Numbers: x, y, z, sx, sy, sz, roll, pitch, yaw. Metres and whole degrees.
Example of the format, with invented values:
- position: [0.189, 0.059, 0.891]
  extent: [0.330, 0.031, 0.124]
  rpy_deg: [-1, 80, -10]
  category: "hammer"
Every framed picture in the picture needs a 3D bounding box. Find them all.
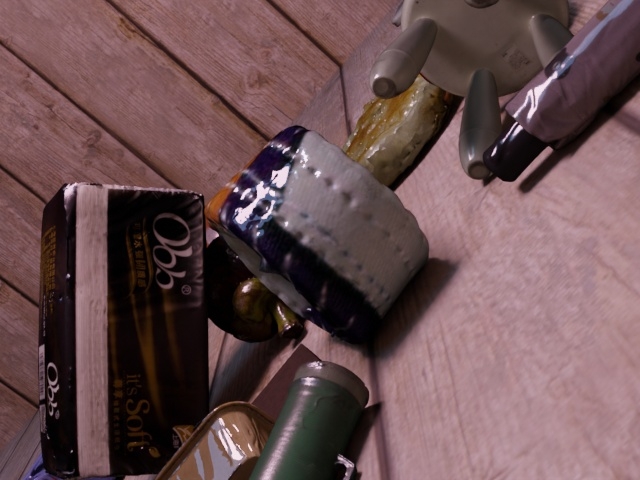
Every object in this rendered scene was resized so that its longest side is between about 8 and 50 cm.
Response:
- position: [-0.054, 0.197, 0.981]
  extent: [0.168, 0.023, 0.128]
  rpy_deg: [-51, 13, -5]
  category: "framed picture"

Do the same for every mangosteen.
- position: [-0.081, 0.054, 1.214]
  extent: [0.184, 0.172, 0.172]
  rpy_deg: [-12, 37, 45]
  category: "mangosteen"

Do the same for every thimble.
- position: [0.000, 0.000, 0.946]
  extent: [0.150, 0.237, 0.237]
  rpy_deg: [-47, 12, -8]
  category: "thimble"

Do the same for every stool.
- position: [0.178, -0.208, 0.977]
  extent: [0.195, 0.195, 0.199]
  rpy_deg: [-41, 20, 34]
  category: "stool"

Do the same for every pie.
- position: [0.092, -0.153, 1.377]
  extent: [0.371, 0.078, 0.296]
  rpy_deg: [-52, 12, -1]
  category: "pie"

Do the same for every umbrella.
- position: [0.280, -0.186, 0.821]
  extent: [0.337, 0.067, 0.073]
  rpy_deg: [-46, 55, 17]
  category: "umbrella"

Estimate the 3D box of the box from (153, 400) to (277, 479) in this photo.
- position: [-0.102, 0.241, 0.843]
  extent: [0.177, 0.111, 0.111]
  rpy_deg: [-50, 12, -3]
  category: "box"

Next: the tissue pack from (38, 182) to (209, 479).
- position: [-0.262, 0.126, 1.148]
  extent: [0.210, 0.198, 0.370]
  rpy_deg: [-18, 71, 60]
  category: "tissue pack"

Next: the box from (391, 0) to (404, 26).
- position: [0.248, -0.409, 1.440]
  extent: [0.243, 0.135, 0.163]
  rpy_deg: [-37, 17, 49]
  category: "box"

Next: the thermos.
- position: [-0.016, 0.199, 0.756]
  extent: [0.073, 0.083, 0.188]
  rpy_deg: [111, -175, -49]
  category: "thermos"

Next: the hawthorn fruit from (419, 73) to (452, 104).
- position: [0.200, -0.275, 1.181]
  extent: [0.196, 0.196, 0.225]
  rpy_deg: [-63, -7, -45]
  category: "hawthorn fruit"

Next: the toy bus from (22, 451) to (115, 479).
- position: [-0.387, 0.365, 1.423]
  extent: [0.133, 0.125, 0.292]
  rpy_deg: [-40, 14, 37]
  category: "toy bus"

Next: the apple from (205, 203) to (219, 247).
- position: [-0.130, 0.011, 1.460]
  extent: [0.181, 0.181, 0.168]
  rpy_deg: [-49, 35, 4]
  category: "apple"
